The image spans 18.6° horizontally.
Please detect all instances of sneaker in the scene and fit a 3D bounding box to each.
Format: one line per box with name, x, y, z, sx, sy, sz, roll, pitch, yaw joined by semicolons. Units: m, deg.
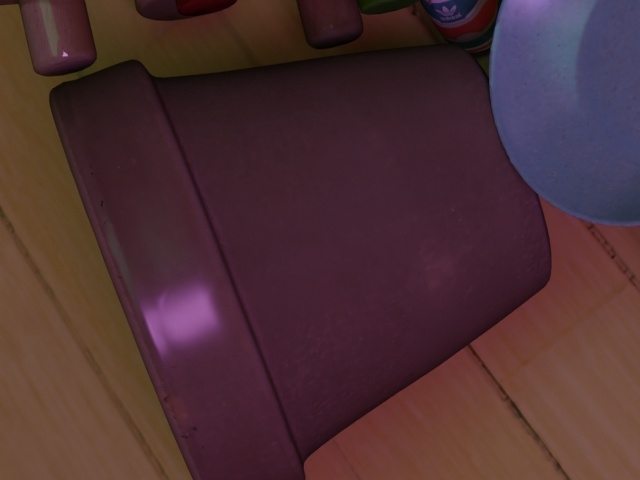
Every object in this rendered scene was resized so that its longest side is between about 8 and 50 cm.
sneaker;0.081;-0.198;1.201;0.057;0.075;0.161;-11;69;20

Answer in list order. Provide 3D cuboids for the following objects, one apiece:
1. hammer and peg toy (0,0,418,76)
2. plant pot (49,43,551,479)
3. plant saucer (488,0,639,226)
hammer and peg toy;-0.069;-0.171;1.111;0.361;0.266;0.127;-23;78;57
plant pot;0.000;0.000;1.095;0.229;0.263;0.263;-20;65;-4
plant saucer;0.173;-0.099;0.987;0.195;0.037;0.195;-13;70;40
